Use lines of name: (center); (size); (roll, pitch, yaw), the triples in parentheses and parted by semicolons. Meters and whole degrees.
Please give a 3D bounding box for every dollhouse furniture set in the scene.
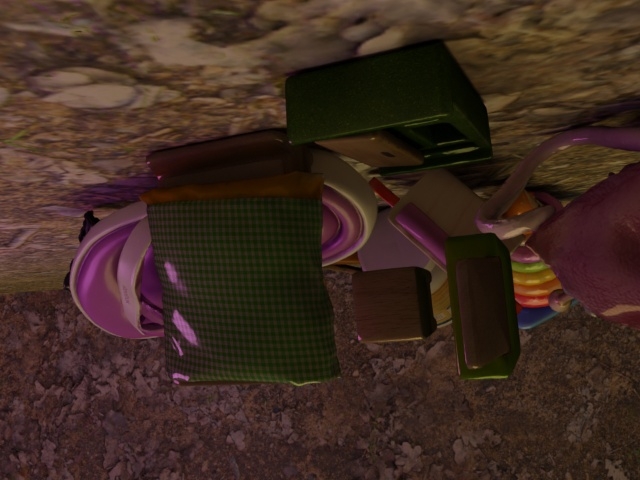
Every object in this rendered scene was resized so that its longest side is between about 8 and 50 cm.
dollhouse furniture set: (-0.032, 0.010, 0.492); (0.301, 0.197, 0.151); (-7, 176, 24)

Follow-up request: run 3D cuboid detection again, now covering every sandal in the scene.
sandal: (-0.131, 0.032, 0.693); (0.169, 0.102, 0.416); (39, 133, -26)

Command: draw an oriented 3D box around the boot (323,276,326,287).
boot: (-0.116, 0.063, 1.206); (0.269, 0.089, 0.236); (12, 180, 20)

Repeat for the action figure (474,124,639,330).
action figure: (0.318, -0.061, 0.466); (0.275, 0.248, 0.370); (37, 162, 6)

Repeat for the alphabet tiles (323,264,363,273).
alphabet tiles: (-0.018, 0.037, 1.341); (0.285, 0.011, 0.342); (14, 180, 11)

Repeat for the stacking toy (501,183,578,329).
stacking toy: (0.290, -0.009, 0.986); (0.166, 0.175, 0.302); (-33, 151, 7)

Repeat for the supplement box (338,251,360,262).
supplement box: (0.000, 0.000, 1.088); (0.080, 0.078, 0.233); (-9, 173, 41)

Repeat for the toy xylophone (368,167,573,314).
toy xylophone: (0.183, 0.014, 0.809); (0.081, 0.236, 0.322); (-49, 159, 5)

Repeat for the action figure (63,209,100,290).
action figure: (-0.172, 0.040, 0.900); (0.275, 0.164, 0.141); (17, -156, -16)

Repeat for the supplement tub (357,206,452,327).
supplement tub: (0.149, 0.043, 1.090); (0.144, 0.144, 0.199); (-6, 154, 23)
